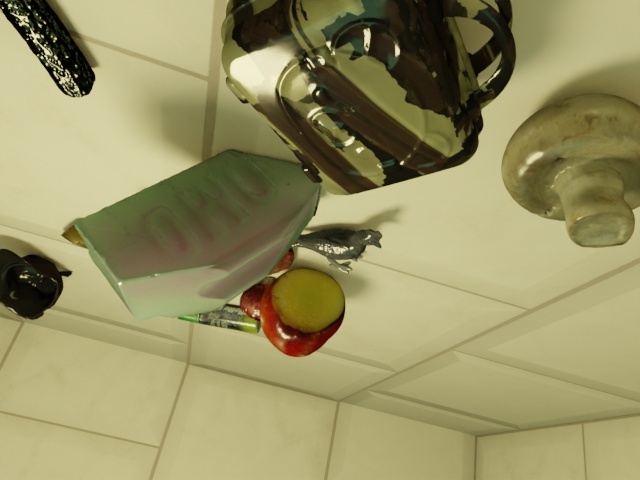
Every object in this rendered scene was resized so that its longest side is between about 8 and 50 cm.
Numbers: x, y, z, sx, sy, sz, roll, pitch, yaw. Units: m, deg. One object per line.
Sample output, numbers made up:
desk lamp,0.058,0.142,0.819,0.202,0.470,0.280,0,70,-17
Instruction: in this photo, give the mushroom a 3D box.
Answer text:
mushroom,0.408,-0.092,0.751,0.244,0.243,0.243,10,152,5

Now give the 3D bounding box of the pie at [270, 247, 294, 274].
pie,-0.161,0.055,1.366,0.183,0.049,0.182,-11,153,-6

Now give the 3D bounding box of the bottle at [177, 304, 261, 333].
bottle,-0.398,0.296,1.908,0.330,0.093,0.093,8,151,7

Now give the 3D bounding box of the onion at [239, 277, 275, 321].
onion,-0.173,0.196,1.601,0.184,0.184,0.146,14,110,-3

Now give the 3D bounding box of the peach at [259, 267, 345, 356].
peach,-0.059,0.226,1.431,0.249,0.275,0.245,10,115,21

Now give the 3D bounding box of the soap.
soap,-0.214,-0.026,0.988,0.261,0.446,0.156,44,149,24

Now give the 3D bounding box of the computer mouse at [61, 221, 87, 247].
computer mouse,-0.756,-0.014,1.542,0.199,0.044,0.102,-18,137,42

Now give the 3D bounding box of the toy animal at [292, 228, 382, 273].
toy animal,0.031,0.016,1.251,0.367,0.081,0.206,2,155,34

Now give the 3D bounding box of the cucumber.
cucumber,-0.465,-0.359,0.770,0.072,0.072,0.300,5,151,14

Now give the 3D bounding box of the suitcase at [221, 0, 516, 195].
suitcase,0.084,-0.236,0.657,0.339,0.193,0.351,-13,144,28

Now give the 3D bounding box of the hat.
hat,-1.102,0.114,1.830,0.238,0.208,0.336,-10,132,-1
